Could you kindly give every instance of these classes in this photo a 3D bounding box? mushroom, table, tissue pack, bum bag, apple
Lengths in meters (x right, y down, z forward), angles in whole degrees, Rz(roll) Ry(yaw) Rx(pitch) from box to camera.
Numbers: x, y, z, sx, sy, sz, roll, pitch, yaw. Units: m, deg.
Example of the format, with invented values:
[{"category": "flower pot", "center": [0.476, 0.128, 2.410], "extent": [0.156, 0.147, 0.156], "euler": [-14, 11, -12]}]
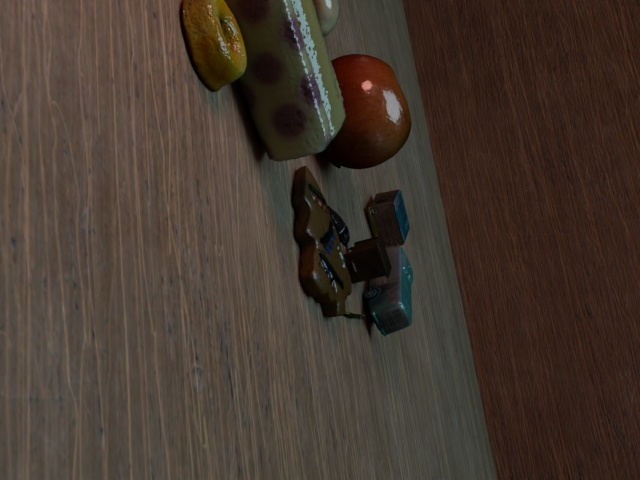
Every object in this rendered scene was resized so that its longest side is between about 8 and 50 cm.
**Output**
[{"category": "mushroom", "center": [-0.034, -0.498, 1.919], "extent": [0.122, 0.154, 0.154], "euler": [-22, 100, -33]}, {"category": "table", "center": [0.104, 0.044, 1.999], "extent": [0.070, 0.082, 0.083], "euler": [-61, 135, -69]}, {"category": "tissue pack", "center": [0.180, -0.057, 2.372], "extent": [0.169, 0.082, 0.120], "euler": [-58, 133, -70]}, {"category": "bum bag", "center": [0.037, -0.029, 1.916], "extent": [0.058, 0.034, 0.124], "euler": [68, 9, 29]}, {"category": "apple", "center": [0.092, -0.287, 1.991], "extent": [0.272, 0.206, 0.251], "euler": [-66, 145, -80]}]

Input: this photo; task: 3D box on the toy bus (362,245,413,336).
[{"category": "toy bus", "center": [0.160, 0.113, 2.108], "extent": [0.091, 0.109, 0.261], "euler": [60, 19, -29]}]

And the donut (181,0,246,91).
[{"category": "donut", "center": [-0.163, -0.312, 1.402], "extent": [0.152, 0.058, 0.151], "euler": [-17, 90, -75]}]

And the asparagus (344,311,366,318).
[{"category": "asparagus", "center": [0.074, 0.160, 1.919], "extent": [0.166, 0.013, 0.016], "euler": [24, 64, -71]}]

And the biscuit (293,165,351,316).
[{"category": "biscuit", "center": [0.001, 0.000, 1.738], "extent": [0.278, 0.043, 0.301], "euler": [-4, 80, -75]}]

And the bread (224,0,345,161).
[{"category": "bread", "center": [-0.073, -0.322, 1.548], "extent": [0.187, 0.155, 0.338], "euler": [-55, 132, -60]}]
